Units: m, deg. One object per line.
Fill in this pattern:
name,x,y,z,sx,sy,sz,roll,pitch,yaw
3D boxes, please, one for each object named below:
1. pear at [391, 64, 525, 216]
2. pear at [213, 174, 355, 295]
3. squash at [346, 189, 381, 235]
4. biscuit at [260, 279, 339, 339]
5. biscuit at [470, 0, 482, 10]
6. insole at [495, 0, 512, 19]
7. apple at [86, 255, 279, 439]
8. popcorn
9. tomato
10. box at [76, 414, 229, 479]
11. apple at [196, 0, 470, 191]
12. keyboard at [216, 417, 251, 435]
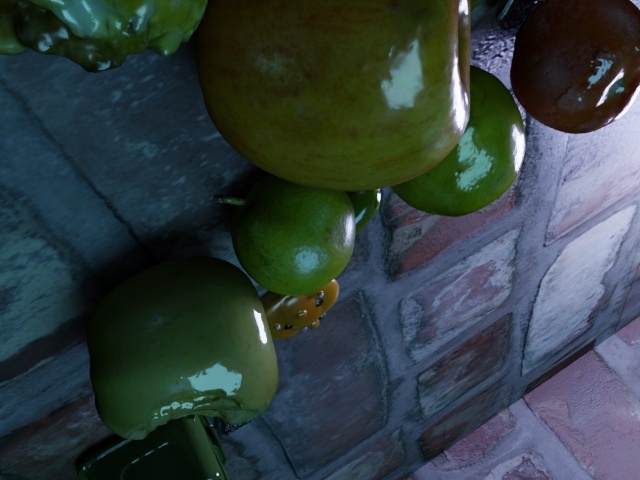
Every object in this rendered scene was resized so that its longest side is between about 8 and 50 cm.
pear,0.189,-0.138,1.023,0.212,0.212,0.269,-38,152,2
pear,-0.053,-0.024,0.991,0.216,0.166,0.180,33,84,-23
squash,0.000,0.000,1.140,0.252,0.066,0.066,-41,147,7
biscuit,-0.036,0.126,1.278,0.170,0.050,0.170,-24,146,-18
biscuit,0.208,-0.331,0.860,0.260,0.041,0.203,-46,-178,-12
insole,0.298,-0.401,0.929,0.011,0.081,0.247,25,127,-6
apple,-0.189,0.149,0.986,0.279,0.279,0.279,-25,145,-19
popcorn,-0.194,-0.216,0.574,0.212,0.198,0.198,-52,153,-22
tomato,0.381,-0.270,1.055,0.208,0.184,0.208,-19,139,-18
box,-0.286,0.487,1.375,0.253,0.177,0.328,-29,147,-15
apple,0.013,-0.194,0.706,0.275,0.298,0.299,5,149,16
keyboard,-0.173,0.319,1.414,0.094,0.025,0.230,-25,145,-23
